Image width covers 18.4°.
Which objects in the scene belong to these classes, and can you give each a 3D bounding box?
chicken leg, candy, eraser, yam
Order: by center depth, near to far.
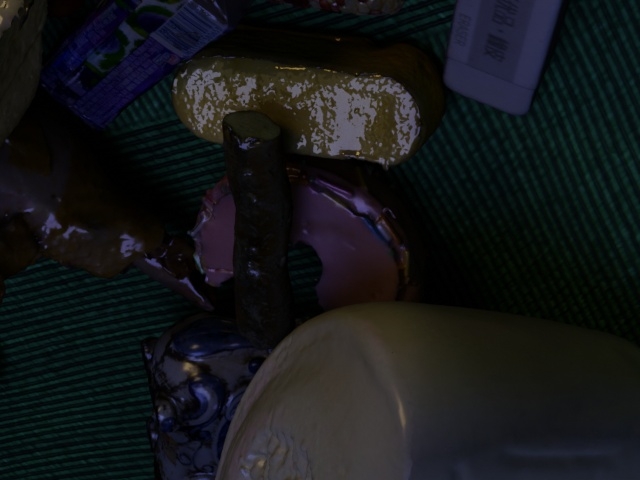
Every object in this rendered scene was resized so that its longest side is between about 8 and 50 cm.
[{"bbox_3d":[0.158,-0.209,1.570,0.089,0.061,0.352,23,158,8],"label":"eraser"},{"bbox_3d":[-0.161,-0.181,1.738,0.088,0.061,0.312,39,153,-14],"label":"candy"},{"bbox_3d":[-0.053,-0.008,1.771,0.061,0.061,0.253,12,133,16],"label":"yam"},{"bbox_3d":[-0.291,-0.005,1.891,0.409,0.295,0.182,29,152,-13],"label":"chicken leg"}]

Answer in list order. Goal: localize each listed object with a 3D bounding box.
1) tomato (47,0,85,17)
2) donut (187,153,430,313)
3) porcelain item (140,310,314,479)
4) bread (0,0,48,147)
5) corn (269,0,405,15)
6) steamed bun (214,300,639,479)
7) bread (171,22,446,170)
[{"bbox_3d":[-0.245,-0.246,1.789,0.087,0.075,0.087,12,144,9],"label":"tomato"},{"bbox_3d":[0.000,0.000,1.855,0.233,0.085,0.199,32,133,0],"label":"donut"},{"bbox_3d":[-0.085,0.181,2.011,0.186,0.138,0.288,-9,133,-10],"label":"porcelain item"},{"bbox_3d":[-0.425,-0.180,1.697,0.346,0.405,0.242,27,142,13],"label":"bread"},{"bbox_3d":[-0.055,-0.256,1.676,0.290,0.098,0.098,13,130,17],"label":"corn"},{"bbox_3d":[0.096,0.239,1.816,0.371,0.290,0.456,8,131,-29],"label":"steamed bun"},{"bbox_3d":[-0.010,-0.133,1.756,0.246,0.094,0.102,8,119,19],"label":"bread"}]
